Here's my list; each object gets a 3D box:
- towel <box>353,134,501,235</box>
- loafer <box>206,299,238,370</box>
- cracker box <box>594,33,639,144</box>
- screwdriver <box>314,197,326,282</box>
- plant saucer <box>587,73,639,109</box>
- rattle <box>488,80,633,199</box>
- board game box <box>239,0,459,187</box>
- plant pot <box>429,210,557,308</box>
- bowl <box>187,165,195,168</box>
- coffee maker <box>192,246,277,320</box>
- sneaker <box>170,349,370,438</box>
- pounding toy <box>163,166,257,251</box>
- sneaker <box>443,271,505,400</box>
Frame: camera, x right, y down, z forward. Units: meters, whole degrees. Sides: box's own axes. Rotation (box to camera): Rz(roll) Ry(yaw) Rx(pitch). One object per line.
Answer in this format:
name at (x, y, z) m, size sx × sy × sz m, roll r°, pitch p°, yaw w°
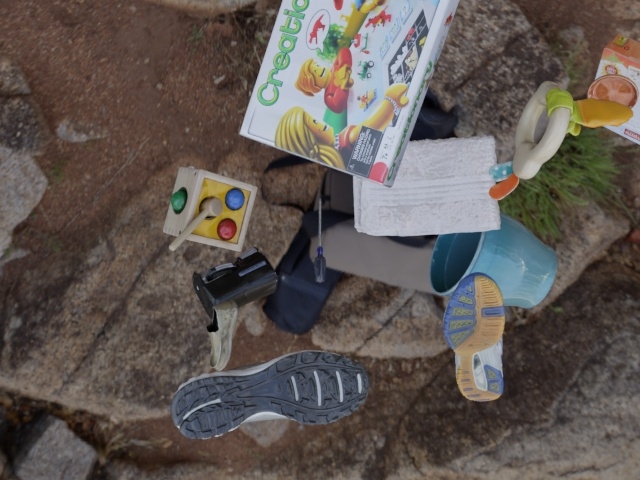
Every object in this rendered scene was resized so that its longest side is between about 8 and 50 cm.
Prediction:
towel at (0.200, -0.104, 1.262) m, size 0.282 × 0.049 × 0.187 m, roll -3°, pitch 93°, yaw 15°
loafer at (-0.200, 0.185, 1.276) m, size 0.050 × 0.056 × 0.148 m, roll 7°, pitch 101°, yaw -27°
cracker box at (0.728, -0.352, 1.532) m, size 0.067 × 0.156 × 0.232 m, roll -44°, pitch 152°, yaw -17°
screwdriver at (0.000, 0.000, 1.292) m, size 0.024 × 0.170 × 0.025 m, roll -3°, pitch 164°, yaw 15°
plant saucer at (0.516, -0.258, 1.148) m, size 0.083 × 0.013 × 0.083 m, roll 21°, pitch 145°, yaw 16°
rattle at (0.374, -0.145, 1.048) m, size 0.143 × 0.130 × 0.199 m, roll 2°, pitch 120°, yaw -25°
board game box at (0.043, -0.236, 0.760) m, size 0.193 × 0.053 × 0.305 m, roll 21°, pitch 97°, yaw 18°
plant pot at (0.465, 0.057, 1.716) m, size 0.255 × 0.271 × 0.271 m, roll 21°, pitch 114°, yaw -12°
bowl at (-0.239, -0.066, 1.304) m, size 0.053 × 0.142 × 0.142 m, roll -25°, pitch 161°, yaw 4°
coffee maker at (-0.197, 0.121, 1.584) m, size 0.178 × 0.120 × 0.171 m, roll -24°, pitch 88°, yaw -24°
sneaker at (-0.067, 0.206, 0.912) m, size 0.272 × 0.108 × 0.100 m, roll -7°, pitch 88°, yaw -1°
pounding toy at (-0.181, -0.042, 1.026) m, size 0.141 × 0.100 × 0.130 m, roll 15°, pitch 89°, yaw -40°
sneaker at (0.297, 0.167, 1.256) m, size 0.112 × 0.131 × 0.296 m, roll 1°, pitch 124°, yaw 14°
